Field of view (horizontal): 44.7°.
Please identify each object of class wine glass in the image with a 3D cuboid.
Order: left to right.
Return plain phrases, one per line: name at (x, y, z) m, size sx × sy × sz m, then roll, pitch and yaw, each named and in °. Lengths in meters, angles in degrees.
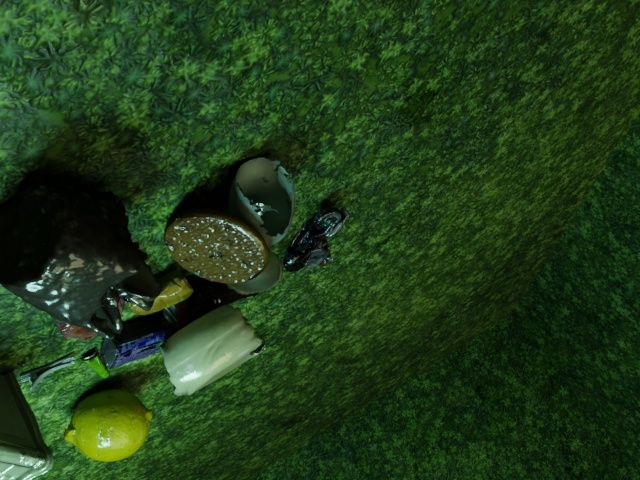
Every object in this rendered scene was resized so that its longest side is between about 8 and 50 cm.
wine glass at (-0.129, -0.023, 1.570) m, size 0.143 × 0.143 × 0.321 m, roll -25°, pitch 152°, yaw -24°

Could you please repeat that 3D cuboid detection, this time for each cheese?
cheese at (-0.235, 0.236, 1.694) m, size 0.233 × 0.127 × 0.266 m, roll -28°, pitch 172°, yaw -18°

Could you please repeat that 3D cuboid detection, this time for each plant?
plant at (-0.378, 0.027, 1.251) m, size 0.188 × 0.199 × 0.276 m, roll -36°, pitch 150°, yaw 9°

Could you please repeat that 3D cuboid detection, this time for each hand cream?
hand cream at (-0.501, 0.279, 1.744) m, size 0.036 × 0.023 × 0.122 m, roll -21°, pitch 152°, yaw -7°

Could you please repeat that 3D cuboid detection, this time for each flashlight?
flashlight at (-0.241, 0.121, 1.747) m, size 0.232 × 0.093 × 0.093 m, roll -23°, pitch 153°, yaw -39°

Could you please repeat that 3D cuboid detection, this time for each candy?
candy at (-0.349, 0.208, 1.776) m, size 0.312 × 0.061 × 0.088 m, roll -14°, pitch 149°, yaw -42°

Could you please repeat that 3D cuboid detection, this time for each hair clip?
hair clip at (-0.570, 0.279, 1.639) m, size 0.115 × 0.039 × 0.030 m, roll -25°, pitch 159°, yaw -29°

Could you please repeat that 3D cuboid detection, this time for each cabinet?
cabinet at (-0.711, 0.374, 1.391) m, size 0.290 × 0.227 × 0.318 m, roll -35°, pitch 156°, yaw -3°

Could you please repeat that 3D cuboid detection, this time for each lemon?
lemon at (-0.505, 0.440, 1.853) m, size 0.206 × 0.173 × 0.173 m, roll -8°, pitch 144°, yaw -31°

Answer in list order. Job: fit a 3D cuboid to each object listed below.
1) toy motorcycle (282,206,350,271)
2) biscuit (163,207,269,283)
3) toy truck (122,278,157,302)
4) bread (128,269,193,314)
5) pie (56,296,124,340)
toy motorcycle at (0.001, 0.001, 1.842) m, size 0.122 × 0.082 × 0.213 m, roll -7°, pitch 144°, yaw -46°
biscuit at (-0.199, 0.010, 1.498) m, size 0.212 × 0.212 × 0.036 m, roll 111°, pitch -4°, yaw -50°
toy truck at (-0.372, 0.081, 1.526) m, size 0.074 × 0.063 × 0.136 m, roll -53°, pitch 162°, yaw -12°
bread at (-0.334, 0.112, 1.621) m, size 0.132 × 0.053 × 0.074 m, roll -22°, pitch 153°, yaw -5°
pie at (-0.454, 0.149, 1.556) m, size 0.153 × 0.038 × 0.153 m, roll -31°, pitch 157°, yaw -14°
